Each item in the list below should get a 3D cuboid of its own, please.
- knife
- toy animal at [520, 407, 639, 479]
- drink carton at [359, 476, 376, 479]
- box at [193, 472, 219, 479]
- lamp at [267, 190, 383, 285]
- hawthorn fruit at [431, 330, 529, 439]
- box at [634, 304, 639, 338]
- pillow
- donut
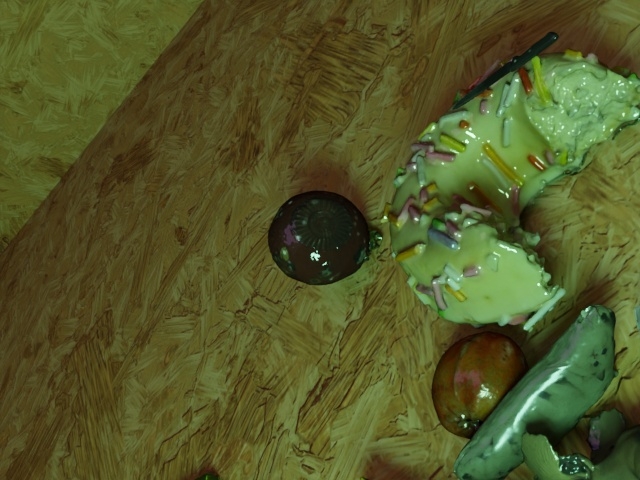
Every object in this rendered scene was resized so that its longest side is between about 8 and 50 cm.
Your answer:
[{"bbox_3d":[0.220,-0.203,1.119,0.170,0.010,0.023,-34,30,42],"label":"knife"},{"bbox_3d":[0.307,0.207,0.872,0.214,0.094,0.186,-41,39,17],"label":"toy animal"},{"bbox_3d":[0.107,0.329,1.071,0.166,0.071,0.056,11,76,57],"label":"drink carton"},{"bbox_3d":[-0.212,0.478,1.468,0.121,0.030,0.193,-36,38,35],"label":"box"},{"bbox_3d":[-0.003,0.003,1.448,0.156,0.157,0.135,-38,-17,-22],"label":"lamp"},{"bbox_3d":[0.183,0.165,1.059,0.128,0.128,0.128,-37,37,35],"label":"hawthorn fruit"},{"bbox_3d":[0.406,0.045,0.880,0.218,0.055,0.039,-34,40,38],"label":"box"},{"bbox_3d":[0.242,0.175,0.979,0.241,0.093,0.051,-53,25,10],"label":"pillow"},{"bbox_3d":[0.217,-0.073,1.150,0.307,0.150,0.371,-3,55,60],"label":"donut"}]
